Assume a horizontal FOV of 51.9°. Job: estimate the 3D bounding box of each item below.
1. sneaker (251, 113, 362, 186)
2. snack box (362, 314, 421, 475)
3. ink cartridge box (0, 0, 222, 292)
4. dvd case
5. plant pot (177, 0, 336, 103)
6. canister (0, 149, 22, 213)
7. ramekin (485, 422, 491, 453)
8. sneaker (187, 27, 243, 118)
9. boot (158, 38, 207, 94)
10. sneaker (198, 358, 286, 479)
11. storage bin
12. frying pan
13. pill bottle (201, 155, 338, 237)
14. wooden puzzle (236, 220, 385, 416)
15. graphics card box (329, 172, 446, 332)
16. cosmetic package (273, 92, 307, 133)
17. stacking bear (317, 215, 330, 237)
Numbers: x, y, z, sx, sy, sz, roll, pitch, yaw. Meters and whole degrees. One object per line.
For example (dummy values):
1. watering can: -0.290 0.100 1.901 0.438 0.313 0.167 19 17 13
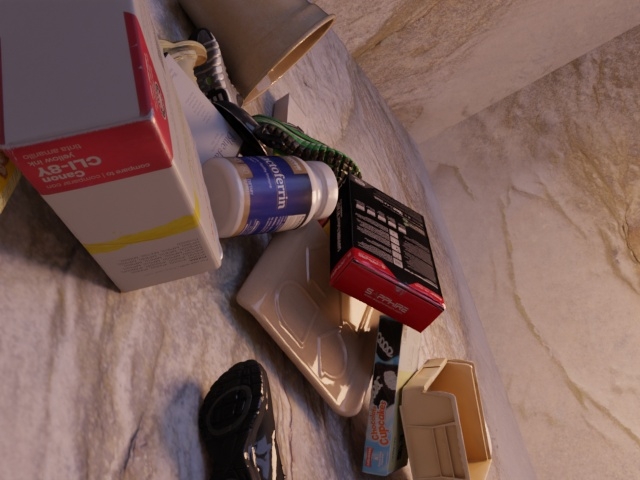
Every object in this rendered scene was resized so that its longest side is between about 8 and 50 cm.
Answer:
1. sneaker: -0.041 -0.228 1.678 0.344 0.134 0.146 28 28 -20
2. snack box: 0.160 0.333 1.433 0.187 0.060 0.321 31 65 -66
3. ink cartridge box: -0.262 -0.135 0.865 0.384 0.161 0.279 84 -10 -63
4. dvd case: -0.262 -0.220 1.302 0.253 0.022 0.180 49 45 -34
5. plant pot: -0.182 -0.570 1.682 0.305 0.334 0.334 48 22 -7
6. canister: -0.396 -0.063 0.707 0.169 0.126 0.073 -90 -172 -47
7. ramekin: 0.352 0.494 1.829 0.277 0.135 0.277 50 23 -30
8. sneaker: -0.248 -0.387 1.584 0.132 0.086 0.228 7 67 -73
9. boot: -0.287 -0.345 1.417 0.165 0.077 0.213 61 26 -1
10. sneaker: -0.108 0.319 0.982 0.130 0.109 0.286 50 31 -48
11. storage bin: 0.280 0.413 1.448 0.262 0.123 0.260 -13 93 -68
12. frying pan: -0.160 -0.244 1.399 0.197 0.053 0.326 45 -14 -5
13. pill bottle: -0.102 -0.091 1.296 0.265 0.153 0.153 -8 70 -42
14. wooden puzzle: -0.010 0.147 1.379 0.347 0.081 0.322 49 38 -18
15. graphics card box: 0.136 0.015 1.451 0.233 0.094 0.370 28 30 -17
16. cosmetic package: -0.090 -0.328 1.911 0.099 0.061 0.239 48 24 -29
17. stacking bear: 0.000 0.000 1.572 0.289 0.175 0.164 46 -2 -12
